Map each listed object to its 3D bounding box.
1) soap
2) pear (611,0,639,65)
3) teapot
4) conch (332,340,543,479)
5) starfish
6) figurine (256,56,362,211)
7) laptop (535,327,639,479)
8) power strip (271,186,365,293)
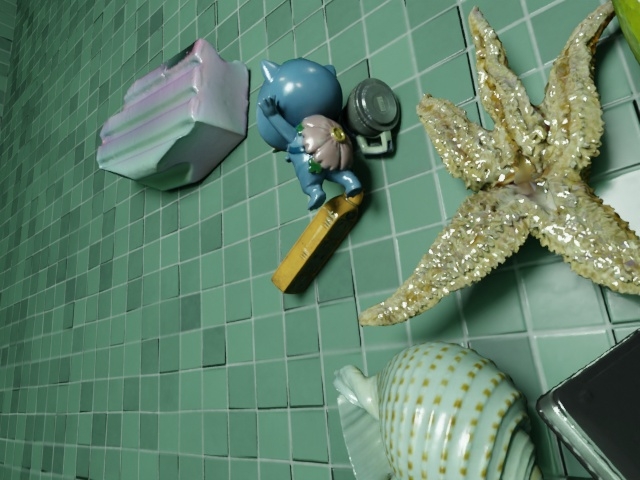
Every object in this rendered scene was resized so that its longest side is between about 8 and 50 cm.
[{"bbox_3d":[-0.276,-0.196,0.779,0.323,0.109,0.193,-7,76,38],"label":"soap"},{"bbox_3d":[0.289,-0.206,0.276,0.238,0.163,0.256,-45,53,27],"label":"pear"},{"bbox_3d":[0.059,-0.145,0.526,0.057,0.066,0.088,-14,94,57],"label":"teapot"},{"bbox_3d":[0.101,0.166,0.377,0.200,0.131,0.173,-147,50,-67],"label":"conch"},{"bbox_3d":[0.166,-0.077,0.403,0.301,0.084,0.294,-15,67,33],"label":"starfish"},{"bbox_3d":[-0.019,-0.119,0.519,0.144,0.114,0.179,121,132,-67],"label":"figurine"},{"bbox_3d":[0.247,0.150,0.250,0.207,0.153,0.026,53,143,34],"label":"laptop"},{"bbox_3d":[0.000,0.000,0.546,0.028,0.049,0.178,47,111,30],"label":"power strip"}]
